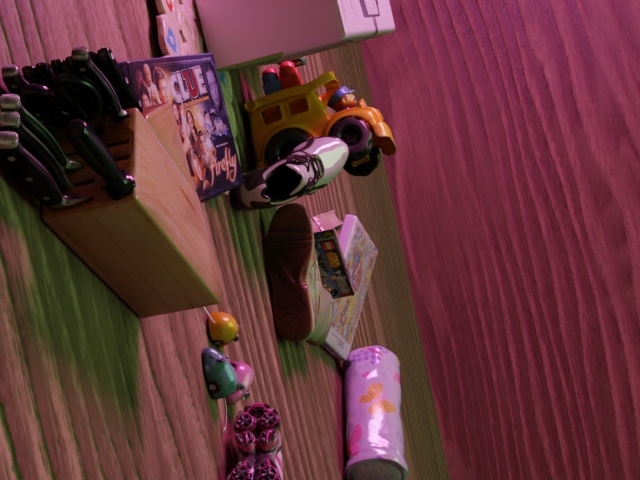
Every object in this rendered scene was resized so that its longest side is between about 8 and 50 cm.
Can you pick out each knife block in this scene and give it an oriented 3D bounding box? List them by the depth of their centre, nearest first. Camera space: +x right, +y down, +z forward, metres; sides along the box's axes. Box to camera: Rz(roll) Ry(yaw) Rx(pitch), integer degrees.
[{"bbox_3d":[-0.183,-0.032,0.924,0.242,0.088,0.275,-64,142,-71],"label":"knife block"}]

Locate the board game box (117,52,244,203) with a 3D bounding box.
[{"bbox_3d":[-0.161,-0.120,1.179,0.243,0.042,0.165,-39,117,-70],"label":"board game box"}]

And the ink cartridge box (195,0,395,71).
[{"bbox_3d":[-0.028,-0.323,1.519,0.273,0.198,0.115,-36,113,-68],"label":"ink cartridge box"}]

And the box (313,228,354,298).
[{"bbox_3d":[-0.004,0.045,1.761,0.027,0.094,0.137,-89,164,-47],"label":"box"}]

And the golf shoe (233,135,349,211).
[{"bbox_3d":[-0.027,-0.092,1.518,0.094,0.198,0.077,6,-59,60],"label":"golf shoe"}]

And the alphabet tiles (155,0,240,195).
[{"bbox_3d":[-0.162,-0.207,1.395,0.278,0.021,0.284,52,29,-68],"label":"alphabet tiles"}]

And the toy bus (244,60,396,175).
[{"bbox_3d":[-0.010,-0.195,1.680,0.149,0.220,0.211,50,24,-76],"label":"toy bus"}]

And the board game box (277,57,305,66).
[{"bbox_3d":[-0.096,-0.465,1.734,0.213,0.046,0.317,23,61,-60],"label":"board game box"}]

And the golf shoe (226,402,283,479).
[{"bbox_3d":[-0.072,0.281,1.230,0.186,0.067,0.086,-81,167,-50],"label":"golf shoe"}]

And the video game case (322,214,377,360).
[{"bbox_3d":[0.047,0.090,1.940,0.206,0.026,0.227,53,51,-67],"label":"video game case"}]

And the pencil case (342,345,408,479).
[{"bbox_3d":[0.097,0.327,1.955,0.124,0.113,0.273,96,-4,-47],"label":"pencil case"}]

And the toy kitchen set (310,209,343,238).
[{"bbox_3d":[0.000,0.000,1.943,0.083,0.075,0.068,-22,70,-43],"label":"toy kitchen set"}]

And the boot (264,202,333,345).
[{"bbox_3d":[-0.028,0.058,1.675,0.165,0.077,0.213,35,50,-74],"label":"boot"}]

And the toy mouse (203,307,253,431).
[{"bbox_3d":[-0.107,0.158,1.274,0.161,0.031,0.143,61,21,-59],"label":"toy mouse"}]
